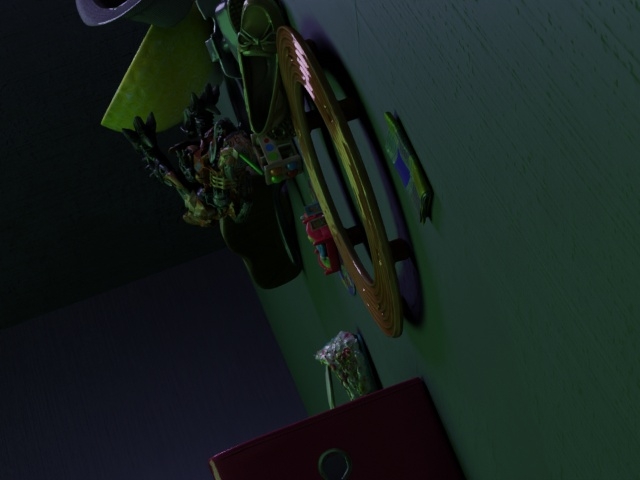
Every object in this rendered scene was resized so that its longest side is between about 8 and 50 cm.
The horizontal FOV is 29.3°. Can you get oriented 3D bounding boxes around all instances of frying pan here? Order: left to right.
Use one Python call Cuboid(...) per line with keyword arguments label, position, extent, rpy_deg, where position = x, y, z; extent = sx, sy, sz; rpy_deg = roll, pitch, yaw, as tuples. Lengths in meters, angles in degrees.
Cuboid(label="frying pan", position=(-0.083, -0.142, 1.816), extent=(0.197, 0.053, 0.326), rpy_deg=(82, 164, -60))

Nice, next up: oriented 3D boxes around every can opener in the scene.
Cuboid(label="can opener", position=(-0.127, -0.346, 1.576), extent=(0.095, 0.076, 0.283), rpy_deg=(-14, 97, 51))

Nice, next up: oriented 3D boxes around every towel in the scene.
Cuboid(label="towel", position=(0.069, -0.058, 0.984), extent=(0.060, 0.009, 0.083), rpy_deg=(84, 164, -69))

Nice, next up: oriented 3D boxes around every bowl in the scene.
Cuboid(label="bowl", position=(-0.258, -0.298, 2.187), extent=(0.156, 0.289, 0.289), rpy_deg=(27, -179, -10))

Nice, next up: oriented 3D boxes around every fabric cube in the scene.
Cuboid(label="fabric cube", position=(0.039, 0.341, 1.387), extent=(0.259, 0.254, 0.258), rpy_deg=(89, 160, -70))

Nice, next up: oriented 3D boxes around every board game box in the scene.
Cuboid(label="board game box", position=(0.000, 0.000, 1.644), extent=(0.133, 0.033, 0.168), rpy_deg=(-148, 39, -79))

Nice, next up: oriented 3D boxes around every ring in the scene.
Cuboid(label="ring", position=(0.026, -0.061, 1.250), extent=(0.336, 0.032, 0.336), rpy_deg=(161, 90, -83))

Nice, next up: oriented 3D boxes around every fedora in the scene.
Cuboid(label="fedora", position=(-0.278, -0.434, 1.993), extent=(0.124, 0.244, 0.275), rpy_deg=(34, -158, -44))

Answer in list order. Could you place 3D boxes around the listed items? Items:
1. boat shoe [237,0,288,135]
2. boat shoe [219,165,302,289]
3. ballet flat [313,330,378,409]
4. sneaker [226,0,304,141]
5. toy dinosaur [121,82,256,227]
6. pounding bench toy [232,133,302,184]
Cuboid(label="boat shoe", position=(-0.065, -0.194, 1.356), extent=(0.048, 0.056, 0.153), rpy_deg=(-60, -26, -60))
Cuboid(label="boat shoe", position=(-0.115, -0.036, 2.102), extent=(0.341, 0.122, 0.110), rpy_deg=(78, 169, -59))
Cuboid(label="ballet flat", position=(0.057, 0.247, 1.736), extent=(0.091, 0.077, 0.241), rpy_deg=(126, 123, -81))
Cuboid(label="sneaker", position=(-0.057, -0.210, 1.419), extent=(0.071, 0.066, 0.188), rpy_deg=(-79, -23, -65))
Cuboid(label="toy dinosaur", position=(-0.185, -0.101, 1.874), extent=(0.218, 0.164, 0.322), rpy_deg=(55, 134, 12))
Cuboid(label="pounding bench toy", position=(-0.073, -0.111, 1.684), extent=(0.052, 0.083, 0.065), rpy_deg=(86, 163, -68))
